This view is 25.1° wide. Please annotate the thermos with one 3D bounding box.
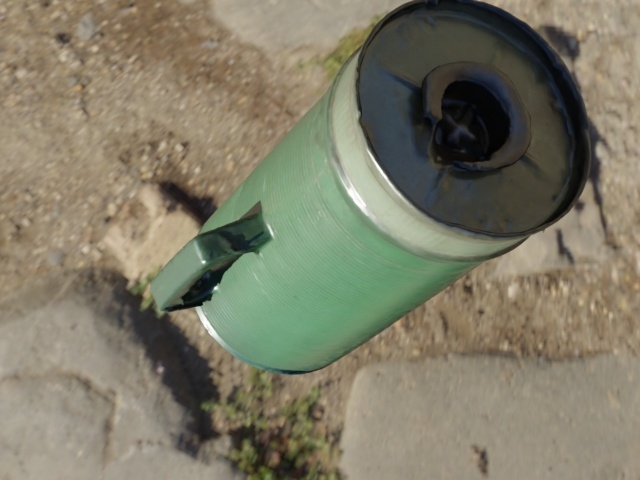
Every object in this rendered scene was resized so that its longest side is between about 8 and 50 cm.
[{"bbox_3d":[0.005,0.001,0.464,0.073,0.083,0.188,41,150,-4],"label":"thermos"}]
